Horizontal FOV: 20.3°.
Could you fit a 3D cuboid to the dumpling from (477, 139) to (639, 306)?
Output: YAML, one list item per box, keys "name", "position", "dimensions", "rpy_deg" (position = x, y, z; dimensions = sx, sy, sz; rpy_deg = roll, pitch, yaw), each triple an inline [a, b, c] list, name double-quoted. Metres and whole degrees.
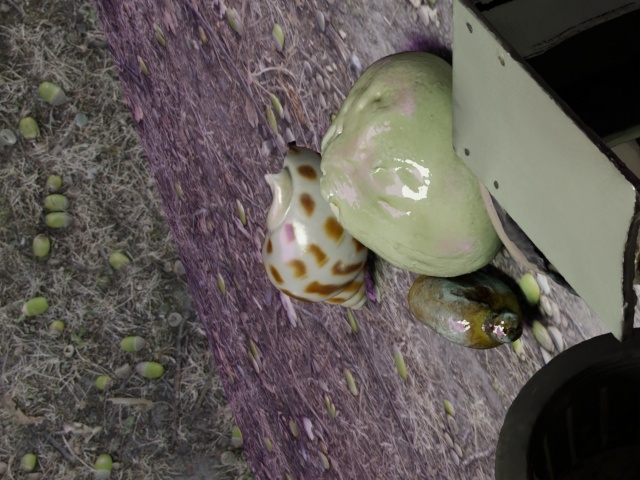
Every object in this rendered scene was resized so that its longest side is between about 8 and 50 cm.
- name: "dumpling"
  position: [0.225, -0.052, 1.757]
  dimensions: [0.204, 0.163, 0.293]
  rpy_deg: [23, 144, 61]

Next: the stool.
- name: "stool"
  position: [0.269, -0.101, 1.399]
  dimensions: [0.269, 0.244, 0.170]
  rpy_deg: [53, 158, 40]

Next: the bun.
- name: "bun"
  position: [0.093, -0.076, 2.085]
  dimensions: [0.283, 0.179, 0.283]
  rpy_deg: [52, 155, 37]

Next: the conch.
- name: "conch"
  position: [0.000, 0.000, 2.516]
  dimensions: [0.149, 0.182, 0.275]
  rpy_deg: [24, 150, 21]

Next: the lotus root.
- name: "lotus root"
  position: [0.180, 0.084, 2.133]
  dimensions: [0.192, 0.113, 0.088]
  rpy_deg: [27, 117, 59]

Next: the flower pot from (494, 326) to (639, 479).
- name: "flower pot"
  position: [0.313, 0.292, 1.699]
  dimensions: [0.293, 0.294, 0.330]
  rpy_deg: [56, 164, 34]
